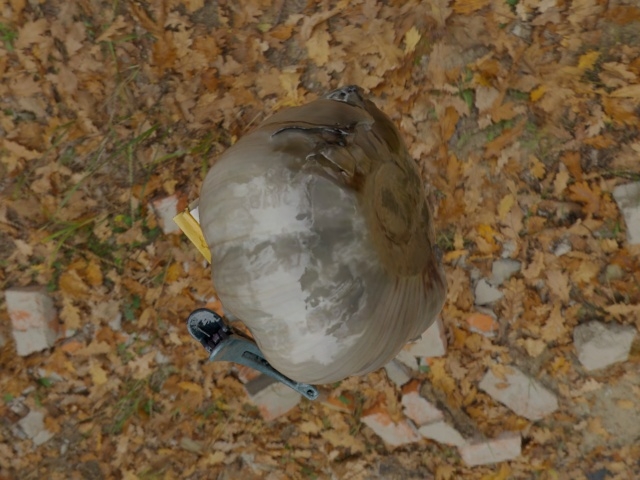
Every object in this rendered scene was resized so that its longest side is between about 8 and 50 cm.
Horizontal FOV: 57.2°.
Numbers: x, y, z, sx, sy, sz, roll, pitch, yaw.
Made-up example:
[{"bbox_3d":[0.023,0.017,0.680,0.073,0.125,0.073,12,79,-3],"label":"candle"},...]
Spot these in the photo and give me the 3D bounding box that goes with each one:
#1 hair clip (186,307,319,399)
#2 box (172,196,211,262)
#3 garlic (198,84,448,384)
[{"bbox_3d":[-0.082,0.175,0.854,0.048,0.083,0.275,-52,138,-3],"label":"hair clip"},{"bbox_3d":[-0.071,-0.055,0.831,0.247,0.033,0.129,-37,118,-3],"label":"box"},{"bbox_3d":[0.014,-0.001,0.661,0.322,0.241,0.322,-6,102,-31],"label":"garlic"}]
